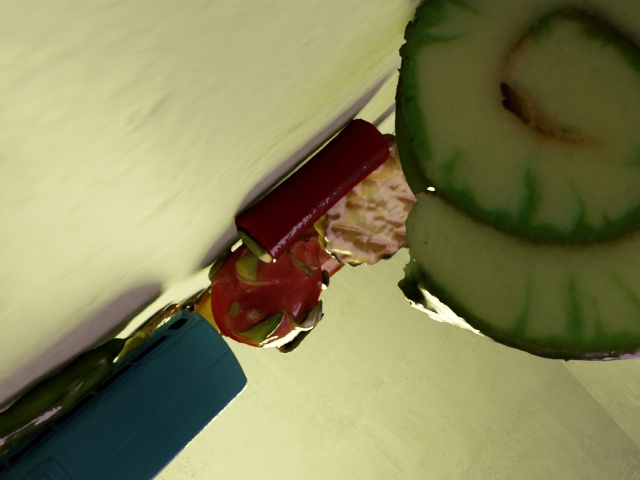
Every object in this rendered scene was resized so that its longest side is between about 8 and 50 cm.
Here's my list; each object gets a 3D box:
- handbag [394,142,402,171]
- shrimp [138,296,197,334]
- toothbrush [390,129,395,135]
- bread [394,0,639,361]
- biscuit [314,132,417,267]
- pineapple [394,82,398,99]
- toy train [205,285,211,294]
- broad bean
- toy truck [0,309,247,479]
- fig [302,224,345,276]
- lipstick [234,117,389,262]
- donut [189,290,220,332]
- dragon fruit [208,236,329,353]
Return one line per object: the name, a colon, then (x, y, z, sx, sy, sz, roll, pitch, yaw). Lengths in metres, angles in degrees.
handbag: (0.237, -0.190, 0.774, 0.302, 0.149, 0.283, 146, -42, -67)
shrimp: (-0.281, 0.159, 0.957, 0.117, 0.066, 0.262, -42, -177, 21)
toothbrush: (0.196, -0.317, 1.601, 0.418, 0.040, 0.042, -47, -177, -1)
bread: (0.216, -0.077, 0.444, 0.382, 0.366, 0.129, -45, 176, 1)
biscuit: (0.121, -0.092, 1.100, 0.326, 0.325, 0.107, -43, -137, -6)
pineapple: (0.167, -0.241, 0.706, 0.114, 0.077, 0.114, -35, -163, 26)
toy train: (-0.306, 0.161, 1.316, 0.207, 0.047, 0.043, -40, -172, 43)
broad bean: (-0.299, 0.173, 0.534, 0.060, 0.043, 0.297, -21, -173, 16)
toy truck: (-0.273, 0.255, 0.637, 0.385, 0.161, 0.162, -40, -164, -36)
fig: (-0.013, 0.000, 1.256, 0.263, 0.224, 0.224, -43, -179, -2)
lipstick: (-0.008, -0.072, 0.661, 0.241, 0.080, 0.080, -44, -179, -17)
donut: (-0.343, 0.233, 1.190, 0.253, 0.118, 0.253, -40, -164, 14)
dragon fruit: (-0.091, 0.087, 0.879, 0.227, 0.224, 0.224, -46, 179, 31)
